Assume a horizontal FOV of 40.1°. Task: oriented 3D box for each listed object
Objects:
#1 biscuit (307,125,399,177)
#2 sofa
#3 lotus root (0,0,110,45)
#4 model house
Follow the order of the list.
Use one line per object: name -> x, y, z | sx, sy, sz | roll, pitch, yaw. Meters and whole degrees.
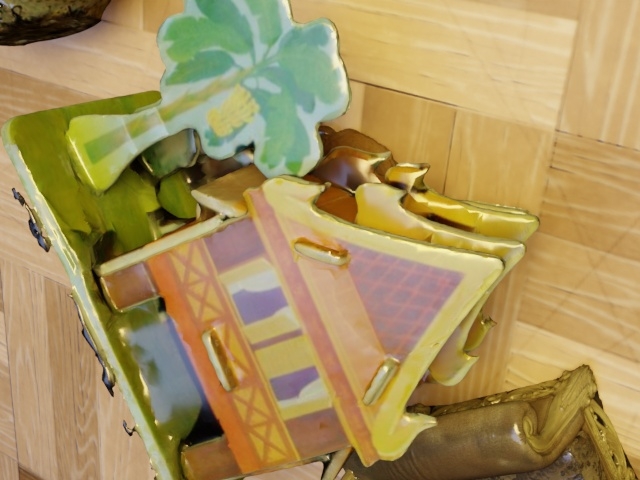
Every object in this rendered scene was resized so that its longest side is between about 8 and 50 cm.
biscuit -> 0.000, 0.000, 0.795 | 0.226, 0.042, 0.226 | 15, 119, 30
sofa -> 0.151, 0.249, 0.706 | 0.200, 0.182, 0.258 | -22, 96, 38
lotus root -> -0.271, -0.338, 0.716 | 0.250, 0.250, 0.346 | -2, 108, 35
model house -> -0.007, -0.017, 0.666 | 0.313, 0.242, 0.357 | -22, 94, 23
